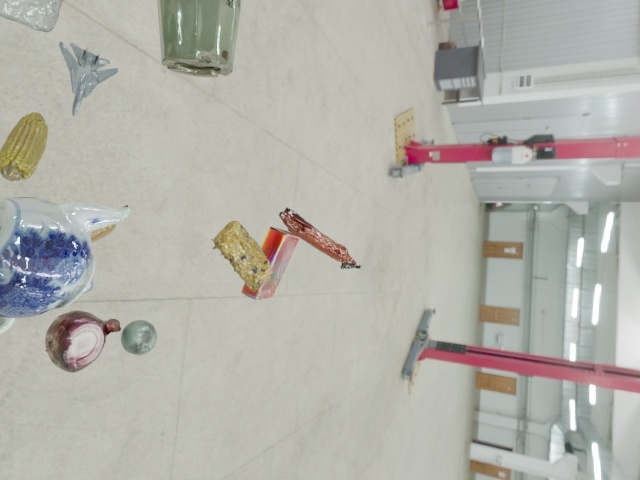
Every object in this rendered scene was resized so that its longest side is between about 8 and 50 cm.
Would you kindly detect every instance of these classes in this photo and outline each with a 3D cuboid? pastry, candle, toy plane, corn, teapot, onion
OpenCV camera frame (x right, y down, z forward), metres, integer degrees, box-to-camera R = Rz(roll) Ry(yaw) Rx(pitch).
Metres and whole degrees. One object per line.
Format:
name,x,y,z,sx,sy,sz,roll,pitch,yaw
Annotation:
pastry,-0.155,0.030,0.857,0.080,0.056,0.140,-46,103,-20
candle,0.000,0.000,1.290,0.059,0.301,0.084,-52,-173,37
toy plane,-0.919,-0.603,1.618,0.212,0.088,0.268,16,90,-42
corn,-1.047,-0.332,1.487,0.119,0.119,0.322,59,15,-51
teapot,-0.603,0.050,0.903,0.424,0.252,0.280,-45,147,-8
onion,-0.675,0.267,1.187,0.198,0.135,0.173,-29,134,-63

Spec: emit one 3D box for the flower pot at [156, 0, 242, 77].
flower pot,-0.324,-0.595,1.138,0.290,0.289,0.260,-12,106,-65

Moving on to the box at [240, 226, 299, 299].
box,-0.121,0.057,1.033,0.175,0.048,0.112,-65,166,2

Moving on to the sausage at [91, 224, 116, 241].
sausage,-0.826,-0.035,1.453,0.328,0.111,0.112,-77,163,-73

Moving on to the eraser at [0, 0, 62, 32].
eraser,-0.446,-0.458,0.537,0.353,0.077,0.111,64,17,-4

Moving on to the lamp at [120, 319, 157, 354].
lamp,-0.549,0.295,1.273,0.105,0.105,0.105,3,90,-66
